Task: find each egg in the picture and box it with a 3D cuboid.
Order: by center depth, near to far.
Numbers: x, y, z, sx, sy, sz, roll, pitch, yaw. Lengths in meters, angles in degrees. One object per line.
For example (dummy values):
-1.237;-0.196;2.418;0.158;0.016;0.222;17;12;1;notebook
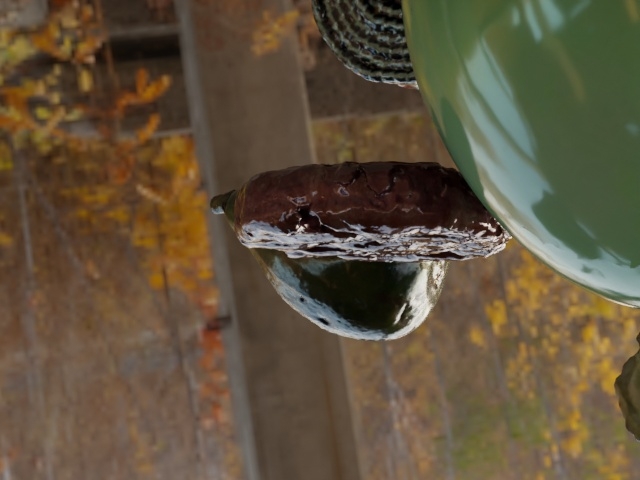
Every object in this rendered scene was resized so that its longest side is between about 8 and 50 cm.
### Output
0.150;-0.098;0.649;0.220;0.269;0.220;-23;-165;6;egg

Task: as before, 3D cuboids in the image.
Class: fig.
0.000;0.000;1.006;0.178;0.117;0.117;19;174;10;fig

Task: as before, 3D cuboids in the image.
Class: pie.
0.029;-0.012;0.750;0.154;0.038;0.153;1;173;0;pie

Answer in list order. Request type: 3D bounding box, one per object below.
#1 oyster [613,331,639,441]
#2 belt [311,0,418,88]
0.270;0.129;0.809;0.162;0.232;0.107;0;138;-18;oyster
0.114;-0.243;1.203;0.257;0.207;0.150;-57;158;21;belt
